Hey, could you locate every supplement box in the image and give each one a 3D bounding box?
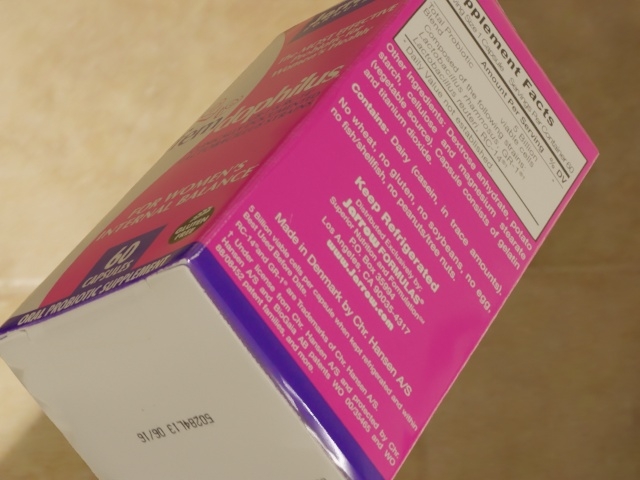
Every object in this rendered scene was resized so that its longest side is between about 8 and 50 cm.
[{"bbox_3d":[0.000,0.000,0.673,0.114,0.111,0.220,54,44,-15],"label":"supplement box"}]
